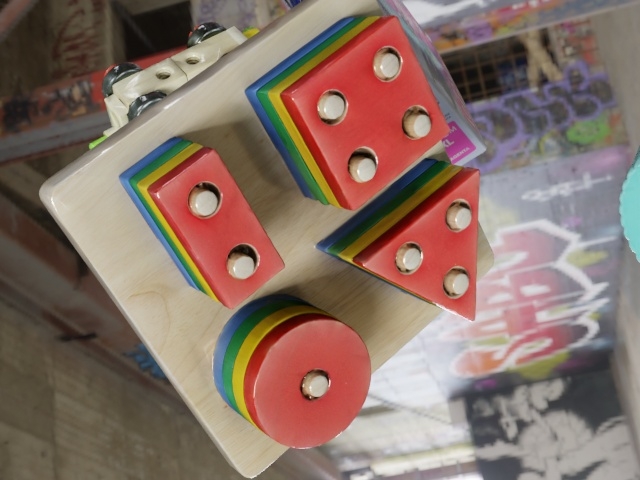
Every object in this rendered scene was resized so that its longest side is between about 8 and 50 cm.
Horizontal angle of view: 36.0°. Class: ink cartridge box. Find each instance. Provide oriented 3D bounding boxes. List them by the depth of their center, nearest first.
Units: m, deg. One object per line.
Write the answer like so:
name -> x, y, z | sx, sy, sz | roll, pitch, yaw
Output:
ink cartridge box -> 0.040, -0.208, 0.916 | 0.311, 0.065, 0.185 | 36, -153, -46

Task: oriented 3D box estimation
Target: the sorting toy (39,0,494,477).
sorting toy -> 0.000, 0.000, 0.653 | 0.089, 0.257, 0.255 | 21, 145, 56

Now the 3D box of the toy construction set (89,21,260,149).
toy construction set -> -0.125, -0.112, 1.068 | 0.328, 0.151, 0.215 | -45, -28, -27

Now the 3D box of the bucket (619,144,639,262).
bucket -> 0.309, -0.051, 0.524 | 0.183, 0.281, 0.281 | -59, -29, -20
